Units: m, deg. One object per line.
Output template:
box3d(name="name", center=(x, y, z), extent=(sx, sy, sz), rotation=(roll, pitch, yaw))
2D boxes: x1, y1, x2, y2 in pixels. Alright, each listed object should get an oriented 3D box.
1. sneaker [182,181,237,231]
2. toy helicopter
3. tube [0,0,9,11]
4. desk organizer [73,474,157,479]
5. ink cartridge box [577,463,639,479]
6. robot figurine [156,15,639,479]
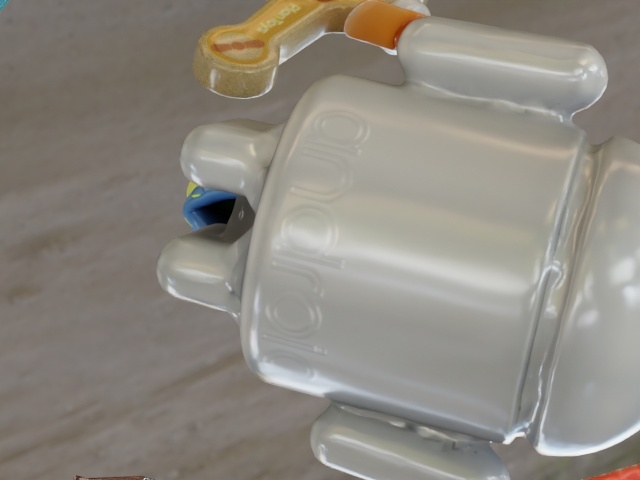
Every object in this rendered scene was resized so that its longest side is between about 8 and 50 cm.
box3d(name="sneaker", center=(0.000, 0.000, 1.364), extent=(0.126, 0.240, 0.091), rotation=(-43, 144, -67))
box3d(name="toy helicopter", center=(0.002, -0.226, 1.771), extent=(0.355, 0.235, 0.140), rotation=(-44, 158, -46))
box3d(name="tube", center=(-0.198, -0.167, 1.028), extent=(0.207, 0.080, 0.052), rotation=(-50, 150, 0))
box3d(name="desk organizer", center=(-0.122, 0.192, 1.217), extent=(0.050, 0.047, 0.130), rotation=(-4, 165, 16))
box3d(name="ink cartridge box", center=(0.243, 0.211, 0.789), extent=(0.239, 0.275, 0.060), rotation=(-16, 174, -3))
box3d(name="robot figurine", center=(0.084, 0.016, 1.078), extent=(0.354, 0.299, 0.200), rotation=(13, -168, 9))
